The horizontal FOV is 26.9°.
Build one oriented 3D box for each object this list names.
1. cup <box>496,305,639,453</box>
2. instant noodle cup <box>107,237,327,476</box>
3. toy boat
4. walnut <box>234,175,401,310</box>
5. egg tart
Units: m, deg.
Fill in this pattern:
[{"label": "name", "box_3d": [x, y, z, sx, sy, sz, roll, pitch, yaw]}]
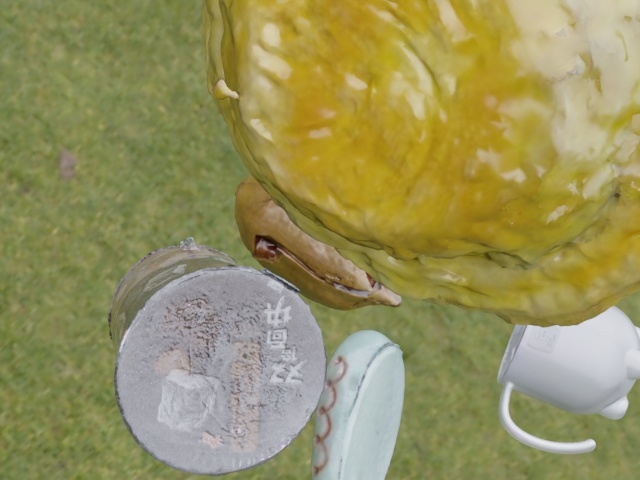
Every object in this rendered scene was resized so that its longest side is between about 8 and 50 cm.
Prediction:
[{"label": "cup", "box_3d": [0.281, 0.138, 1.481, 0.142, 0.134, 0.173, 24, 41, 4]}, {"label": "instant noodle cup", "box_3d": [-0.122, 0.107, 1.392, 0.217, 0.217, 0.207, 32, 2, -21]}, {"label": "toy boat", "box_3d": [0.033, 0.203, 1.530, 0.134, 0.078, 0.208, 26, 73, -56]}, {"label": "walnut", "box_3d": [0.000, 0.000, 1.570, 0.245, 0.137, 0.137, 33, 38, 11]}, {"label": "egg tart", "box_3d": [0.052, -0.098, 0.616, 0.319, 0.319, 0.128, 53, 34, 4]}]
